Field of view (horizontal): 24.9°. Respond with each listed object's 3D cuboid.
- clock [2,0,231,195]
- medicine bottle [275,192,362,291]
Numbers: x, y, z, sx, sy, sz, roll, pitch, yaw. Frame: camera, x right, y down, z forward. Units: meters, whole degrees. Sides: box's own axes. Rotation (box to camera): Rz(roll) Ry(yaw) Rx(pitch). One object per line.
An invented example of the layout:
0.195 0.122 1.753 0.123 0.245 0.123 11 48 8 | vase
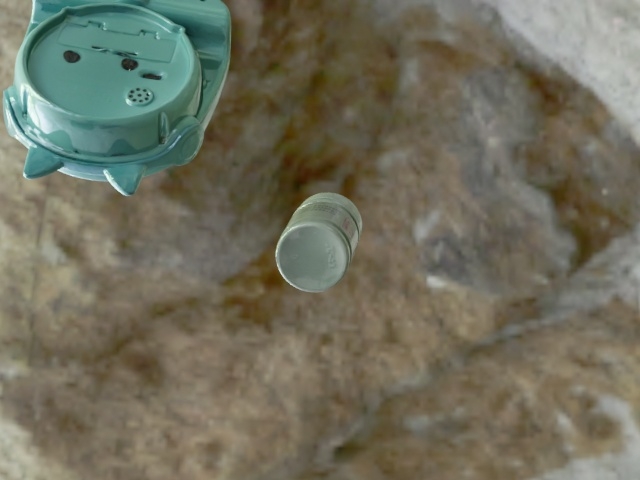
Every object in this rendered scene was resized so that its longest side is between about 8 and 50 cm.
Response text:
-0.219 -0.164 1.523 0.224 0.274 0.094 8 -42 1 | clock
0.000 0.000 1.146 0.058 0.091 0.058 3 -72 8 | medicine bottle
